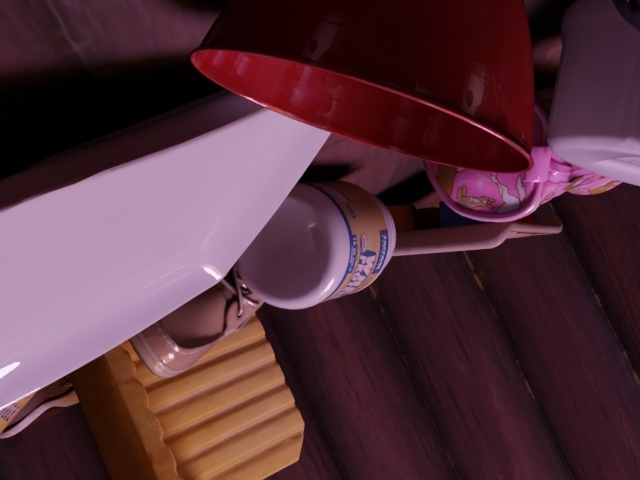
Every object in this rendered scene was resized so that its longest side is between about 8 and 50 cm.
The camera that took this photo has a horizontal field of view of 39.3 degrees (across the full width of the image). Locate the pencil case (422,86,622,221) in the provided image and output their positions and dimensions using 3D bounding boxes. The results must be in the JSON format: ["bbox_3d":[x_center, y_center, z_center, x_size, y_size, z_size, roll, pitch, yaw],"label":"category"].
[{"bbox_3d":[0.269,-0.116,1.098,0.167,0.160,0.386,-29,171,34],"label":"pencil case"}]

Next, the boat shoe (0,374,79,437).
[{"bbox_3d":[-0.433,0.205,1.314,0.324,0.096,0.117,-26,-146,41],"label":"boat shoe"}]

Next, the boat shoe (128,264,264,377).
[{"bbox_3d":[-0.129,0.055,1.076,0.110,0.122,0.341,-27,-171,18],"label":"boat shoe"}]

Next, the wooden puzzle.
[{"bbox_3d":[0.214,-0.029,1.533,0.322,0.080,0.348,-5,-178,29],"label":"wooden puzzle"}]

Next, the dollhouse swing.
[{"bbox_3d":[-0.139,0.190,1.164,0.305,0.347,0.315,-20,171,-28],"label":"dollhouse swing"}]

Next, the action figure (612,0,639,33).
[{"bbox_3d":[0.343,-0.250,0.645,0.285,0.099,0.185,-27,167,-17],"label":"action figure"}]

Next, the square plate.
[{"bbox_3d":[-0.146,0.003,0.671,0.347,0.049,0.344,-31,167,-42],"label":"square plate"}]

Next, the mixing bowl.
[{"bbox_3d":[0.035,-0.107,0.457,0.181,0.098,0.181,19,179,0],"label":"mixing bowl"}]

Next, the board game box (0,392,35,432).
[{"bbox_3d":[-0.298,0.104,0.822,0.165,0.042,0.243,-52,172,-20],"label":"board game box"}]

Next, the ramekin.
[{"bbox_3d":[0.346,-0.121,0.831,0.277,0.135,0.277,15,-179,0],"label":"ramekin"}]

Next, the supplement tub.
[{"bbox_3d":[0.000,0.000,1.076,0.144,0.144,0.199,-28,172,25],"label":"supplement tub"}]
